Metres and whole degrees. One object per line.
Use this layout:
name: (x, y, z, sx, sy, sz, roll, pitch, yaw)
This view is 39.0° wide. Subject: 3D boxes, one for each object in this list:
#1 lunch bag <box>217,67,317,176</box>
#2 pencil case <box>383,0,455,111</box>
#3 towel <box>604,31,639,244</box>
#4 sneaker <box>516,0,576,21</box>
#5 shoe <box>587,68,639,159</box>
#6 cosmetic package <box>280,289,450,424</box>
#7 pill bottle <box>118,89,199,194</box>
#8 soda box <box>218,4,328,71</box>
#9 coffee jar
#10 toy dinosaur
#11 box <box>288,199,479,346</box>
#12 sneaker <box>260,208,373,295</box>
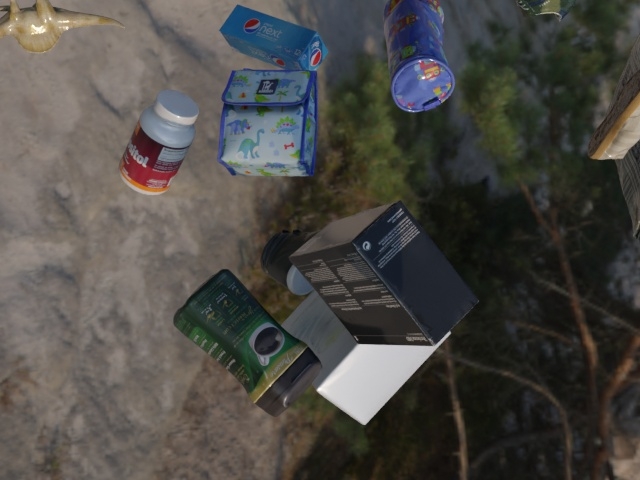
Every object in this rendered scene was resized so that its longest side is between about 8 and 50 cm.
lunch bag: (-0.072, -0.172, 1.284, 0.096, 0.129, 0.151, 54, 40, -73)
pencil case: (0.188, -0.367, 1.740, 0.133, 0.119, 0.306, 51, 25, -33)
towel: (0.577, -0.174, 1.601, 0.312, 0.056, 0.324, 90, -5, -61)
sneaker: (0.388, -0.455, 1.681, 0.192, 0.086, 0.064, 7, 42, -15)
shoe: (0.496, -0.199, 1.434, 0.219, 0.058, 0.076, 109, 1, -60)
cosmetic package: (0.071, 0.161, 1.610, 0.138, 0.224, 0.224, 40, 4, -31)
pill bottle: (-0.240, -0.148, 1.351, 0.086, 0.152, 0.086, 21, 37, -17)
soda box: (-0.093, -0.391, 1.772, 0.071, 0.210, 0.067, -57, 150, -11)
coffee jar: (-0.090, 0.129, 1.135, 0.184, 0.079, 0.096, 44, 53, 5)
toy dinosaur: (-0.333, -0.272, 1.086, 0.053, 0.183, 0.092, 165, -86, -79)
box: (0.084, 0.056, 1.318, 0.103, 0.261, 0.184, -40, 99, -20)
sneaker: (0.000, 0.000, 1.851, 0.296, 0.147, 0.104, -33, 127, -33)
